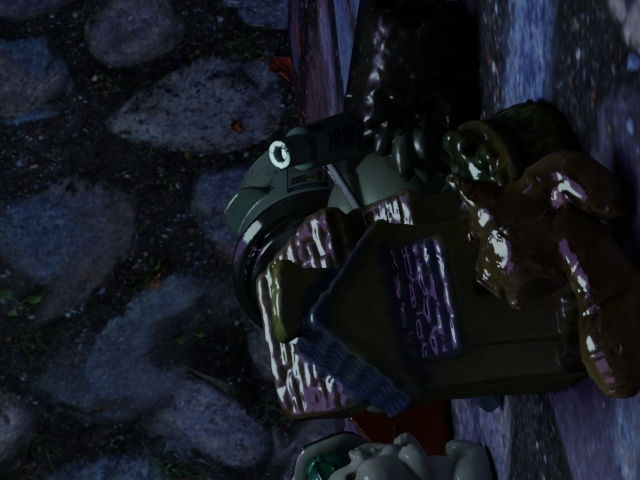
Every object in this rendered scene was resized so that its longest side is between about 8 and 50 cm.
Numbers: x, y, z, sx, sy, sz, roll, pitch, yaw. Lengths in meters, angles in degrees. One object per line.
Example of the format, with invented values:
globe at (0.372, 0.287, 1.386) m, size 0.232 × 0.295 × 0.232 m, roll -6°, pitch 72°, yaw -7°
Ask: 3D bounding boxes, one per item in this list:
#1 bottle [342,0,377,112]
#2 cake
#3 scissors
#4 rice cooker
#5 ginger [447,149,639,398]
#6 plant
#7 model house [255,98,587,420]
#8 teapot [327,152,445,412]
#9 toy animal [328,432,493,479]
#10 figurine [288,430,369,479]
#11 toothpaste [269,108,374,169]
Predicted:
bottle at (0.075, -0.246, 1.657) m, size 0.082 × 0.072 × 0.244 m, roll 23°, pitch -106°, yaw -59°
cake at (0.143, 0.249, 1.817) m, size 0.262 × 0.160 × 0.158 m, roll 50°, pitch 174°, yaw -2°
scissors at (0.082, 0.033, 1.478) m, size 0.360 × 0.029 × 0.191 m, roll 56°, pitch -170°, yaw 23°
rice cooker at (0.000, 0.000, 1.936) m, size 0.264 × 0.317 × 0.316 m, roll -47°, pitch 30°, yaw 23°
ginger at (0.176, 0.025, 0.992) m, size 0.059 × 0.133 × 0.214 m, roll 17°, pitch -127°, yaw -54°
plant at (0.098, -0.163, 1.462) m, size 0.129 × 0.132 × 0.194 m, roll -108°, pitch 18°, yaw -69°
model house at (0.080, 0.029, 1.195) m, size 0.321 × 0.266 × 0.261 m, roll 111°, pitch 149°, yaw -77°
teapot at (0.090, 0.027, 1.625) m, size 0.318 × 0.149 × 0.220 m, roll -101°, pitch 6°, yaw -49°
toy animal at (0.110, 0.316, 1.559) m, size 0.127 × 0.193 × 0.178 m, roll -154°, pitch 51°, yaw -84°
figurine at (0.078, 0.444, 1.892) m, size 0.323 × 0.231 × 0.340 m, roll 58°, pitch -178°, yaw -35°
toothpaste at (0.047, -0.126, 1.549) m, size 0.048 × 0.297 × 0.074 m, roll 1°, pitch 104°, yaw 39°
